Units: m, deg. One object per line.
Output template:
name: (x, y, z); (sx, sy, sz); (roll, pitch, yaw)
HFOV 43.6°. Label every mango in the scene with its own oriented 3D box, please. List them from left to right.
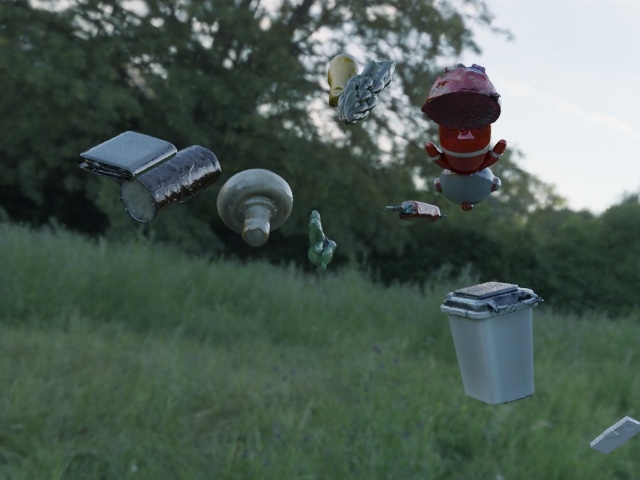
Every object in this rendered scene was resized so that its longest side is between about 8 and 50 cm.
mango: (0.061, -0.443, 2.175); (0.098, 0.190, 0.075); (-26, -50, 35)

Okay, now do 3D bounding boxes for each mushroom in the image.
mushroom: (-0.176, -0.096, 2.156); (0.207, 0.206, 0.209); (23, 11, -11)

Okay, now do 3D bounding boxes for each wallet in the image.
wallet: (-0.348, -0.154, 1.456); (0.110, 0.031, 0.198); (18, 23, 7)
wallet: (0.465, 0.305, 1.252); (0.044, 0.083, 0.011); (24, 35, -22)

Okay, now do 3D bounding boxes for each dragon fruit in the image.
dragon fruit: (0.274, -0.290, 1.511); (0.153, 0.110, 0.153); (4, -17, 1)

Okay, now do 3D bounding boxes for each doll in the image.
doll: (0.000, 0.000, 2.076); (0.078, 0.150, 0.115); (-14, 31, -5)
doll: (0.372, -0.190, 2.031); (0.200, 0.105, 0.336); (-2, -41, 11)

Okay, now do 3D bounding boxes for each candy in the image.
candy: (0.316, -0.090, 2.581); (0.086, 0.059, 0.292); (-6, -9, 37)

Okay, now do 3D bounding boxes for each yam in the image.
yam: (-0.367, -0.147, 1.962); (0.131, 0.131, 0.280); (26, 35, 18)

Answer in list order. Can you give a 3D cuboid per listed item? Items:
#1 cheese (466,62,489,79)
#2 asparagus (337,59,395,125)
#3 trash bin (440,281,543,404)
cheese: (0.348, -0.353, 1.900); (0.095, 0.145, 0.038); (24, -5, 9)
asparagus: (0.087, -0.304, 1.622); (0.080, 0.080, 0.287); (24, 40, 1)
trash bin: (0.575, 0.335, 2.607); (0.256, 0.367, 0.296); (-10, 6, -24)
